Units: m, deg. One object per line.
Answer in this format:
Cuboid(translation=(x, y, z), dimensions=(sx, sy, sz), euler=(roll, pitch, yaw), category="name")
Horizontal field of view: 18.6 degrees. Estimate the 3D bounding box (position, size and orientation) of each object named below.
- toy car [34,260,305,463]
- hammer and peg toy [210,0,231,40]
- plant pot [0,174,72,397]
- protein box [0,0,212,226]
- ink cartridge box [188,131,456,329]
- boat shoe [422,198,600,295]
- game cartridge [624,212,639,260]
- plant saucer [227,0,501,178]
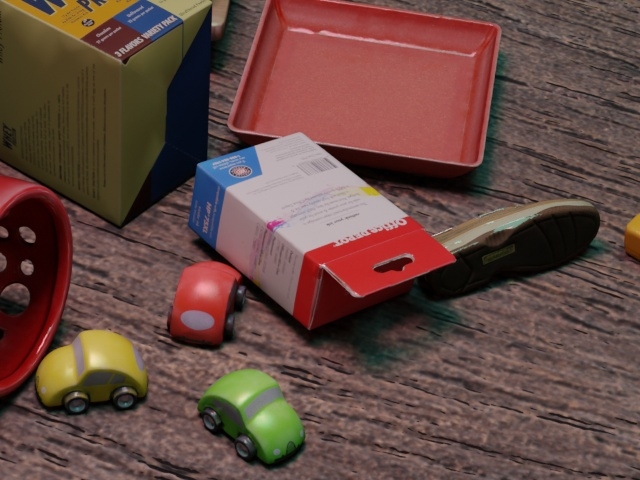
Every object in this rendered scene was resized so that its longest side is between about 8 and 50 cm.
Cuboid(translation=(-0.102, 0.111, 1.708), dimensions=(0.225, 0.053, 0.239), euler=(34, 48, 30), category="toy car")
Cuboid(translation=(-0.270, -0.311, 2.129), dimensions=(0.361, 0.127, 0.266), euler=(6, 42, 0), category="hammer and peg toy")
Cuboid(translation=(-0.333, 0.029, 1.684), dimensions=(0.174, 0.191, 0.191), euler=(12, 40, 19), category="plant pot")
Cuboid(translation=(-0.226, -0.162, 1.901), dimensions=(0.201, 0.199, 0.136), euler=(28, 45, 25), category="protein box")
Cuboid(translation=(0.000, 0.000, 1.819), dimensions=(0.134, 0.078, 0.231), euler=(-19, 46, -37), category="ink cartridge box")
Cuboid(translation=(0.175, -0.008, 1.873), dimensions=(0.190, 0.068, 0.072), euler=(-14, 33, -21), category="boat shoe")
Cuboid(translation=(0.503, -0.033, 1.902), dimensions=(0.285, 0.052, 0.324), euler=(31, 59, 30), category="game cartridge")
Cuboid(translation=(0.050, -0.156, 2.043), dimensions=(0.258, 0.047, 0.259), euler=(9, 40, 4), category="plant saucer")
